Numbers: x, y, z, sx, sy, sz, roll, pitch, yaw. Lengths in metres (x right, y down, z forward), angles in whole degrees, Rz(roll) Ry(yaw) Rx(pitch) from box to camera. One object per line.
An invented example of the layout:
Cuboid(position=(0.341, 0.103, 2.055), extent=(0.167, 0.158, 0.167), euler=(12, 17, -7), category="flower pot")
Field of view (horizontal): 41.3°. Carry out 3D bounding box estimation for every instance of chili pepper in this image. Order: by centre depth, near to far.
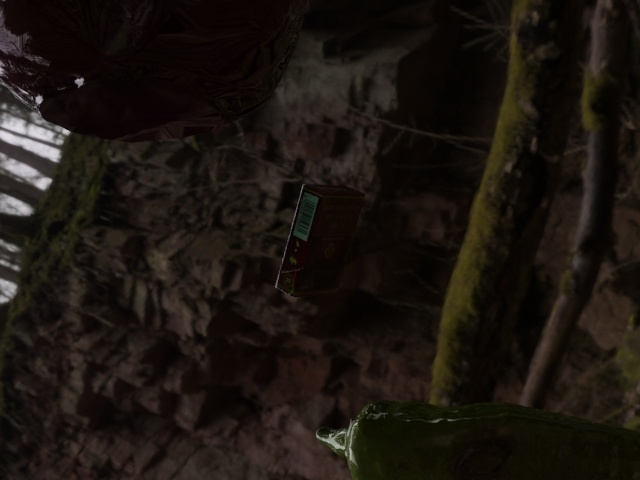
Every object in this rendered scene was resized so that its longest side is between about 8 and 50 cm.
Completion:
Cuboid(position=(0.102, 0.089, 0.328), extent=(0.043, 0.208, 0.048), euler=(-78, -3, -64), category="chili pepper")

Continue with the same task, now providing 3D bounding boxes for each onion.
Cuboid(position=(-0.060, -0.131, 0.422), extent=(0.195, 0.218, 0.139), euler=(9, -107, -67), category="onion")

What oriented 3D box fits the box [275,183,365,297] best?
Cuboid(position=(0.000, 0.000, 0.629), extent=(0.052, 0.023, 0.081), euler=(-1, -69, -50), category="box")
